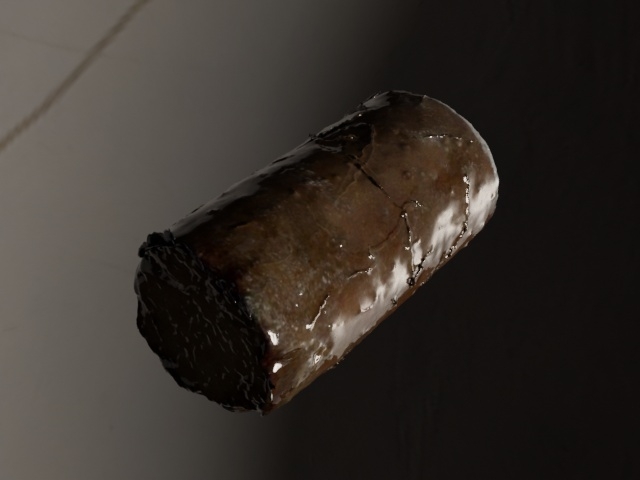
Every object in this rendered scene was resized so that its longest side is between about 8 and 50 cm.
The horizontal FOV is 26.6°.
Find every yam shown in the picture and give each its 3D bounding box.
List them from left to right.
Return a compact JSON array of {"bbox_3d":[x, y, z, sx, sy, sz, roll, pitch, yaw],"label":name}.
[{"bbox_3d":[-0.001,0.001,0.494,0.141,0.079,0.079,-37,93,-39],"label":"yam"}]
